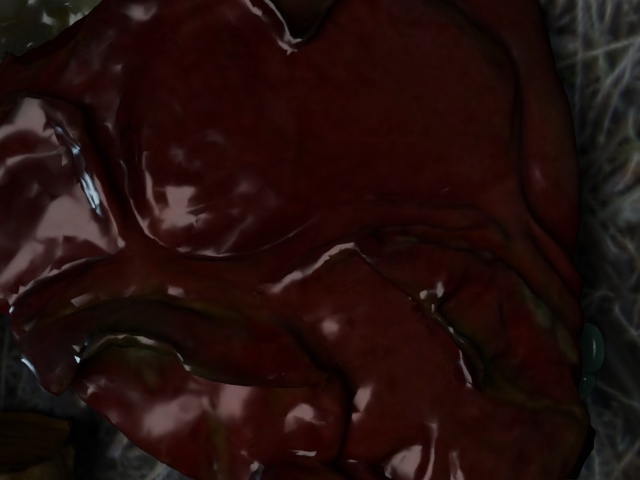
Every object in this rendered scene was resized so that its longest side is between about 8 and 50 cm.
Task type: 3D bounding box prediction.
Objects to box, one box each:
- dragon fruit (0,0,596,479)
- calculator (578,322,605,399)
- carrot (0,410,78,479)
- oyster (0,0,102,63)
[{"bbox_3d":[-0.005,-0.003,0.696,0.286,0.228,0.329,-40,57,19],"label":"dragon fruit"},{"bbox_3d":[0.079,0.055,0.820,0.153,0.021,0.095,8,99,23],"label":"calculator"},{"bbox_3d":[-0.185,0.235,0.918,0.102,0.102,0.263,1,102,23],"label":"carrot"},{"bbox_3d":[-0.169,-0.191,0.839,0.111,0.204,0.396,17,97,56],"label":"oyster"}]
